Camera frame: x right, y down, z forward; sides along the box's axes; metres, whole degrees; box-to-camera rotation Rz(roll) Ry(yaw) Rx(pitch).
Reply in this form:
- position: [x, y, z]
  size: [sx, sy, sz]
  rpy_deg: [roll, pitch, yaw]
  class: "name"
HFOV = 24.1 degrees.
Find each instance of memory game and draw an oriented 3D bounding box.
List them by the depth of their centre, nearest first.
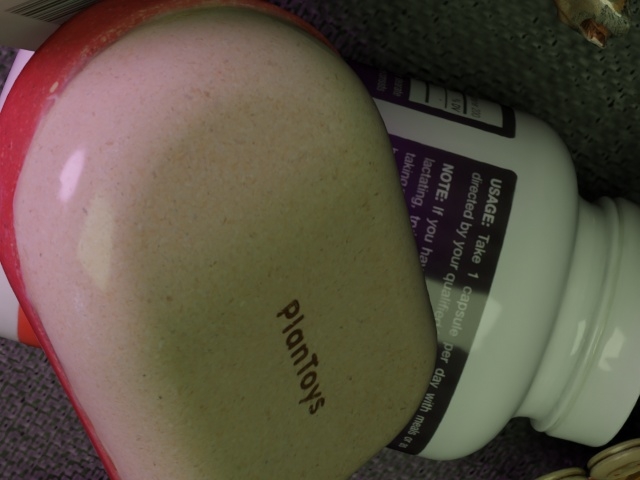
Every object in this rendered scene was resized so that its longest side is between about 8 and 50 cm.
- position: [0.163, 0.140, 0.814]
  size: [0.186, 0.186, 0.012]
  rpy_deg: [-25, 64, 13]
  class: "memory game"

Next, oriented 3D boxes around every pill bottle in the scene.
- position: [0.000, 0.000, 0.745]
  size: [0.323, 0.181, 0.181]
  rpy_deg: [17, 112, -3]
  class: "pill bottle"

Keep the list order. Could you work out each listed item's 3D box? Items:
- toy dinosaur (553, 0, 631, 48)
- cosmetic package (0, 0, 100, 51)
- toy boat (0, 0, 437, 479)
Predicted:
- position: [0.119, -0.245, 0.667]
  size: [0.127, 0.200, 0.295]
  rpy_deg: [10, 93, -11]
  class: "toy dinosaur"
- position: [-0.127, -0.307, 0.540]
  size: [0.162, 0.230, 0.453]
  rpy_deg: [-20, 91, 10]
  class: "cosmetic package"
- position: [-0.055, 0.002, 0.587]
  size: [0.151, 0.151, 0.231]
  rpy_deg: [-38, 138, -21]
  class: "toy boat"
